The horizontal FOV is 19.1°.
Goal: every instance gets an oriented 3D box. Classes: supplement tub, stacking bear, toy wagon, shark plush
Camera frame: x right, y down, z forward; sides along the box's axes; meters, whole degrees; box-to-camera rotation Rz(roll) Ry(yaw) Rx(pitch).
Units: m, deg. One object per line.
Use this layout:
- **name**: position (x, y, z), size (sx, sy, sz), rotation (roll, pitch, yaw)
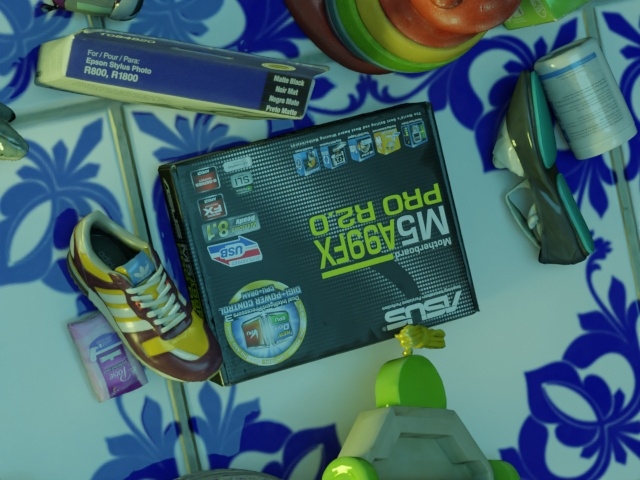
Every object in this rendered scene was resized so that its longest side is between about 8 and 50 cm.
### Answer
- **supplement tub**: position (0.264, -0.142, 1.902), size (0.071, 0.071, 0.107), rotation (-28, 99, -15)
- **stacking bear**: position (0.094, -0.237, 1.730), size (0.175, 0.289, 0.164), rotation (-24, 99, -16)
- **toy wagon**: position (0.097, 0.252, 1.797), size (0.267, 0.068, 0.344), rotation (10, 69, -53)
- **shark plush**: position (-0.332, -0.127, 1.713), size (0.073, 0.067, 0.161), rotation (-46, 104, -11)

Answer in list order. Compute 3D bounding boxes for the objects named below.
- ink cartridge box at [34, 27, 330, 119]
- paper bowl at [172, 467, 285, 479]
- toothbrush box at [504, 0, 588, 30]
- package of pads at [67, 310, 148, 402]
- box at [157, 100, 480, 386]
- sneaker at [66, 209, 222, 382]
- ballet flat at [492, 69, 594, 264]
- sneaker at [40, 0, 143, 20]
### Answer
- **ink cartridge box**: position (-0.128, -0.144, 1.697), size (0.223, 0.224, 0.045), rotation (8, 89, -17)
- **paper bowl**: position (-0.074, 0.361, 1.771), size (0.284, 0.148, 0.284), rotation (0, 91, -18)
- **toothbrush box**: position (0.218, -0.378, 1.855), size (0.206, 0.122, 0.283), rotation (-32, 99, -15)
- **package of pads**: position (-0.199, 0.105, 1.781), size (0.050, 0.032, 0.083), rotation (-24, 99, -14)
- **box**: position (0.000, 0.000, 1.827), size (0.270, 0.060, 0.216), rotation (-15, 96, -17)
- **sneaker**: position (-0.160, 0.053, 1.733), size (0.185, 0.084, 0.069), rotation (42, 63, 9)
- **ballet flat**: position (0.210, -0.066, 1.891), size (0.074, 0.074, 0.203), rotation (-24, 103, -16)
- **sneaker**: position (-0.208, -0.315, 1.742), size (0.098, 0.083, 0.224), rotation (1, 92, -13)
